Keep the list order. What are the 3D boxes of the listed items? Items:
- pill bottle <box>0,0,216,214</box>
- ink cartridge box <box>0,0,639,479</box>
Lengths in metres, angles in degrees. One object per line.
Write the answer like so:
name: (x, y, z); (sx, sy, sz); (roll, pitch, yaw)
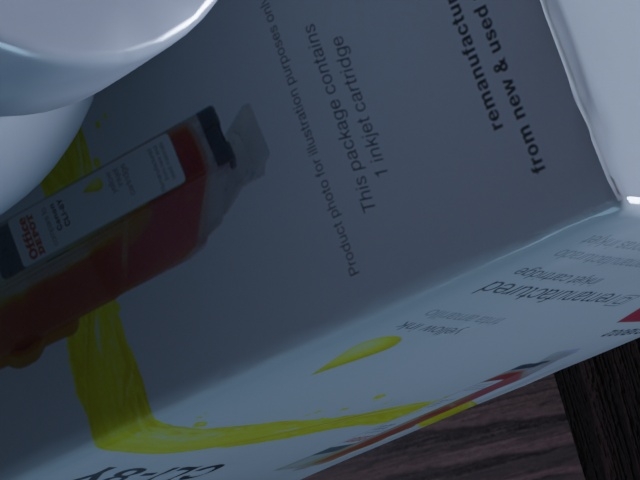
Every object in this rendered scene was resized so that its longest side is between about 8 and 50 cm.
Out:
pill bottle: (-0.201, -0.074, 0.662); (0.210, 0.210, 0.363); (-6, 166, -46)
ink cartridge box: (0.000, 0.000, 0.882); (0.384, 0.160, 0.279); (-26, 164, 29)
